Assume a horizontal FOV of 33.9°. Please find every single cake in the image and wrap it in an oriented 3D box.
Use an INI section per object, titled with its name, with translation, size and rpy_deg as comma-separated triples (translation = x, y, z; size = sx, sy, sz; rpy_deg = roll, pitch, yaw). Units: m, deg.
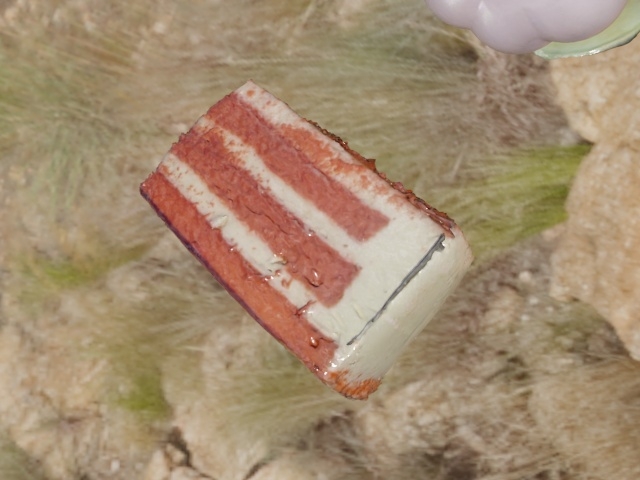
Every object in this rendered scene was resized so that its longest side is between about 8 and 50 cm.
[cake]
translation = 0.000, 0.000, 0.868
size = 0.158, 0.159, 0.262
rpy_deg = -47, 57, 0

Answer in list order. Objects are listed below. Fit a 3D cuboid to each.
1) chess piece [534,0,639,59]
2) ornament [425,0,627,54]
[chess piece]
translation = 0.304, -0.415, 1.353
size = 0.182, 0.182, 0.330
rpy_deg = -29, 63, 34
[ornament]
translation = 0.150, -0.225, 0.737
size = 0.177, 0.177, 0.178
rpy_deg = -12, 72, 40
